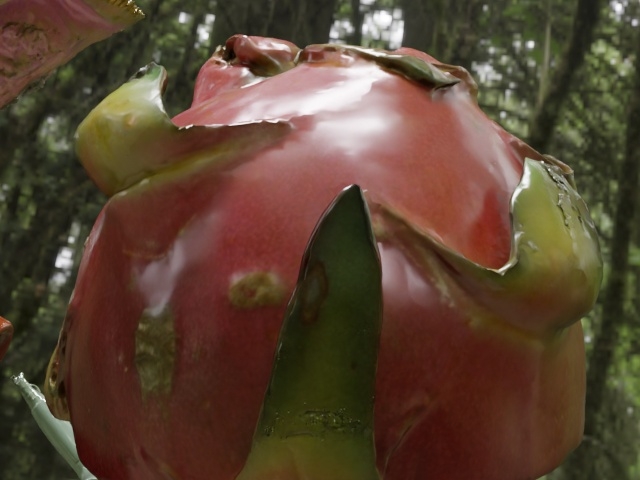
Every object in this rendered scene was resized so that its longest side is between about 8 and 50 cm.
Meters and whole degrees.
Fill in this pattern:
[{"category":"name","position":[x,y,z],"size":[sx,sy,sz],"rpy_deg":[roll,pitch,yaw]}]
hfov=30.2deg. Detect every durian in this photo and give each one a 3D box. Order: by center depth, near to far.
[{"category":"durian","position":[-0.251,-0.172,0.935],"size":[0.182,0.165,0.132],"rpy_deg":[-17,-66,16]}]

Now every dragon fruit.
[{"category":"dragon fruit","position":[0.000,0.000,0.635],"size":[0.305,0.225,0.305],"rpy_deg":[0,5,0]}]

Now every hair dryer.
[{"category":"hair dryer","position":[-0.285,0.243,1.451],"size":[0.237,0.075,0.206],"rpy_deg":[43,10,10]}]

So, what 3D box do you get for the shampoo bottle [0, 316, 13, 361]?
[{"category":"shampoo bottle","position":[-0.534,0.081,1.507],"size":[0.278,0.104,0.104],"rpy_deg":[29,-20,5]}]
